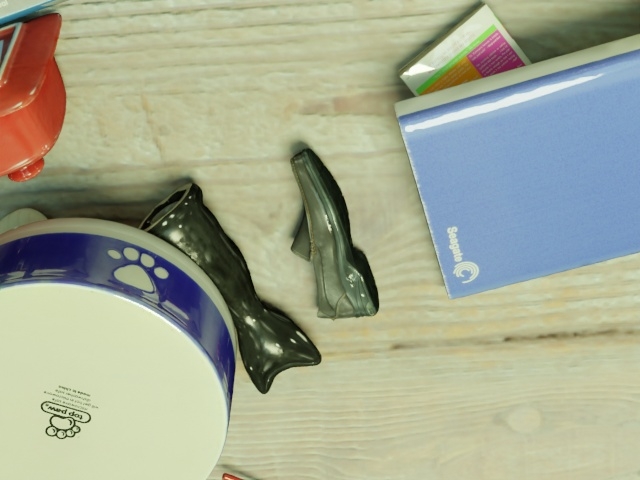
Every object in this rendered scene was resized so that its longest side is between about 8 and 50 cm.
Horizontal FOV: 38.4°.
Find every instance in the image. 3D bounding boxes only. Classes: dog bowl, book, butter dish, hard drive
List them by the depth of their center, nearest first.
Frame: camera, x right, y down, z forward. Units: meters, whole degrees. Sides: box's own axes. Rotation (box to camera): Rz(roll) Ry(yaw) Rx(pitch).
[{"bbox_3d":[0.242,-0.068,0.777,0.319,0.040,0.210,-15,131,8],"label":"hard drive"},{"bbox_3d":[-0.206,0.119,0.784,0.265,0.104,0.265,-1,118,-2],"label":"dog bowl"},{"bbox_3d":[-0.281,-0.102,0.796,0.160,0.160,0.118,-18,129,10],"label":"butter dish"},{"bbox_3d":[0.150,-0.121,0.809,0.096,0.035,0.144,-38,103,12],"label":"book"}]

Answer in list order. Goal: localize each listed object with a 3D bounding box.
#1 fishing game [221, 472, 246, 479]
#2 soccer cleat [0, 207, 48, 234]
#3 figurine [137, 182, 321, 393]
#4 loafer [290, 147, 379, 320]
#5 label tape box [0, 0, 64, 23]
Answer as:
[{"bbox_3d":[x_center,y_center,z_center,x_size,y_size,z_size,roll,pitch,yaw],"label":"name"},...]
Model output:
[{"bbox_3d":[-0.088,0.371,0.982,0.189,0.041,0.264,22,103,-12],"label":"fishing game"},{"bbox_3d":[-0.313,0.058,0.871,0.068,0.076,0.196,33,107,-7],"label":"soccer cleat"},{"bbox_3d":[-0.138,0.089,0.870,0.215,0.092,0.209,-34,107,14],"label":"figurine"},{"bbox_3d":[0.000,0.000,0.843,0.061,0.062,0.170,-16,105,14],"label":"loafer"},{"bbox_3d":[-0.276,-0.347,0.722,0.241,0.106,0.333,-17,106,8],"label":"label tape box"}]
